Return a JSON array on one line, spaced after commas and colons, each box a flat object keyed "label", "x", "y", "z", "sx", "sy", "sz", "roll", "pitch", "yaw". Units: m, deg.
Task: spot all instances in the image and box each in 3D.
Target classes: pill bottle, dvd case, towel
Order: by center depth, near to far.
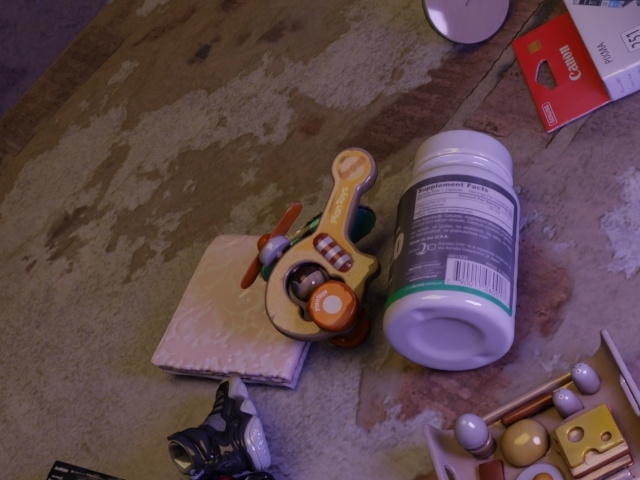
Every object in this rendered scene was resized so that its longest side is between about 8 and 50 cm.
[{"label": "dvd case", "x": 0.292, "y": 0.315, "z": 1.561, "sx": 0.119, "sy": 0.013, "sz": 0.087, "roll": 6, "pitch": 58, "yaw": 40}, {"label": "pill bottle", "x": 0.219, "y": 0.009, "z": 1.747, "sx": 0.204, "sy": 0.204, "sz": 0.361, "roll": -13, "pitch": 47, "yaw": 29}, {"label": "towel", "x": -0.125, "y": 0.122, "z": 2.020, "sx": 0.331, "sy": 0.053, "sz": 0.317, "roll": 2, "pitch": 55, "yaw": 35}]

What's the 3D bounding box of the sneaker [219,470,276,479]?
[{"label": "sneaker", "x": -0.108, "y": 0.471, "z": 1.661, "sx": 0.135, "sy": 0.098, "sz": 0.276, "roll": -26, "pitch": 41, "yaw": 20}]

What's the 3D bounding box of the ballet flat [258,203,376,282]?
[{"label": "ballet flat", "x": -0.013, "y": -0.004, "z": 1.962, "sx": 0.240, "sy": 0.091, "sz": 0.077, "roll": -28, "pitch": 18, "yaw": 5}]

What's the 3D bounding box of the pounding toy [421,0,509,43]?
[{"label": "pounding toy", "x": 0.298, "y": -0.508, "z": 2.208, "sx": 0.237, "sy": 0.183, "sz": 0.110, "roll": -46, "pitch": 14, "yaw": -7}]

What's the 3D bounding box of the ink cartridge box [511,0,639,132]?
[{"label": "ink cartridge box", "x": 0.489, "y": -0.362, "z": 1.980, "sx": 0.261, "sy": 0.066, "sz": 0.296, "roll": -25, "pitch": 42, "yaw": 16}]

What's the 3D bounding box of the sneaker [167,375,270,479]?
[{"label": "sneaker", "x": -0.180, "y": 0.314, "z": 1.789, "sx": 0.153, "sy": 0.101, "sz": 0.268, "roll": -17, "pitch": 19, "yaw": -10}]

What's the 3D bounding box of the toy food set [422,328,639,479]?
[{"label": "toy food set", "x": 0.303, "y": 0.274, "z": 1.502, "sx": 0.306, "sy": 0.092, "sz": 0.220, "roll": -31, "pitch": 39, "yaw": 13}]

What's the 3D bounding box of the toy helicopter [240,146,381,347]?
[{"label": "toy helicopter", "x": 0.000, "y": 0.000, "z": 1.870, "sx": 0.234, "sy": 0.140, "sz": 0.355, "roll": 14, "pitch": 75, "yaw": 18}]

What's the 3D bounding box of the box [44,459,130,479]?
[{"label": "box", "x": -0.434, "y": 0.496, "z": 1.926, "sx": 0.220, "sy": 0.051, "sz": 0.175, "roll": 3, "pitch": 56, "yaw": 39}]
